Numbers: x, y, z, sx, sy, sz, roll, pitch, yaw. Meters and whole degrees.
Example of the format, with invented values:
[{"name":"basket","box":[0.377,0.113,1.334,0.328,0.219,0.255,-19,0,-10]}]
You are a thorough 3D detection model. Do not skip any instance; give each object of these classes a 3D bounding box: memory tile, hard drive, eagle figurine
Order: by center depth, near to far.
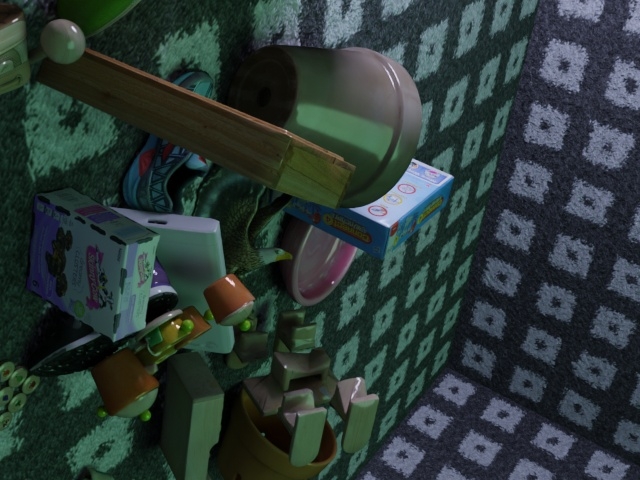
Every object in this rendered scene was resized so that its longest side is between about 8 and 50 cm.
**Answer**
[{"name":"memory tile","box":[-0.525,0.269,1.267,0.148,0.012,0.113,-57,154,-15]},{"name":"hard drive","box":[-0.265,0.077,1.383,0.040,0.202,0.308,-76,169,-46]},{"name":"eagle figurine","box":[-0.163,0.003,1.583,0.226,0.225,0.299,-31,-127,59]}]

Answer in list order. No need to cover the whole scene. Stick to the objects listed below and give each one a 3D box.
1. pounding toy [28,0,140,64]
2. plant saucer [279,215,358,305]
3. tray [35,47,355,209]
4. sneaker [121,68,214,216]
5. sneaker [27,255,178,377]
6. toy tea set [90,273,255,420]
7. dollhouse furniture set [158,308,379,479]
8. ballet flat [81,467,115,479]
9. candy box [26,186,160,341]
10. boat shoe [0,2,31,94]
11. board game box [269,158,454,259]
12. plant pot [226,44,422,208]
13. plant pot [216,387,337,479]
[{"name":"pounding toy","box":[-0.306,-0.338,0.989,0.237,0.183,0.110,-53,128,-16]},{"name":"plant saucer","box":[0.000,0.000,1.967,0.332,0.084,0.332,-46,150,-37]},{"name":"tray","box":[-0.171,-0.163,1.083,0.202,0.410,0.076,13,101,-65]},{"name":"sneaker","box":[-0.226,-0.156,1.323,0.262,0.125,0.104,-66,156,4]},{"name":"sneaker","box":[-0.372,0.118,1.301,0.283,0.124,0.107,-33,158,8]},{"name":"toy tea set","box":[-0.236,0.190,1.304,0.336,0.124,0.200,-37,174,36]},{"name":"dollhouse furniture set","box":[-0.137,0.376,1.750,0.394,0.362,0.257,-6,121,-30]},{"name":"ballet flat","box":[-0.501,0.556,1.524,0.248,0.086,0.086,-55,154,-23]},{"name":"candy box","box":[-0.346,0.033,1.179,0.070,0.196,0.165,-23,132,-56]},{"name":"boat shoe","box":[-0.458,-0.157,0.871,0.341,0.121,0.110,-43,147,-41]},{"name":"board game box","box":[0.096,-0.116,1.781,0.302,0.308,0.086,-36,145,-45]},{"name":"plant pot","box":[-0.014,-0.239,1.500,0.280,0.323,0.323,9,105,-48]},{"name":"plant pot","box":[-0.132,0.528,2.007,0.203,0.291,0.291,-53,159,19]}]
